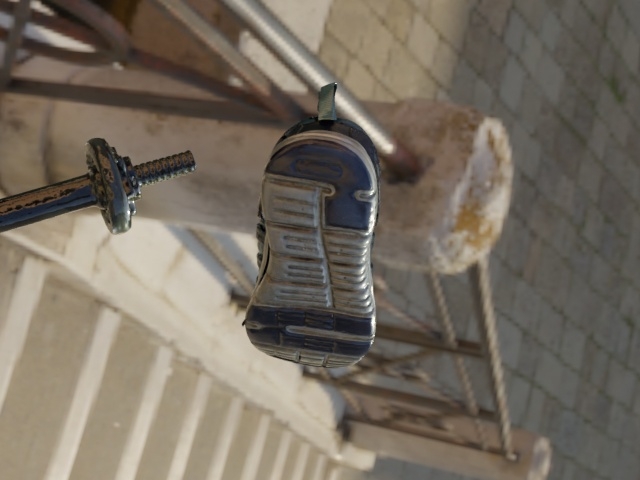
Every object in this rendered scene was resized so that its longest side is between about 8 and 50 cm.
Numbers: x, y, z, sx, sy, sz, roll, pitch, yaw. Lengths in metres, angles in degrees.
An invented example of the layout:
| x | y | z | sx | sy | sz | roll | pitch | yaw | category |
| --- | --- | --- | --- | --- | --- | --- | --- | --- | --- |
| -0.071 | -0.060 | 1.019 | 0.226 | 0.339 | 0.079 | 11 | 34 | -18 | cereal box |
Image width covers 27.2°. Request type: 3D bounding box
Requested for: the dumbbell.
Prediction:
| x | y | z | sx | sy | sz | roll | pitch | yaw | category |
| --- | --- | --- | --- | --- | --- | --- | --- | --- | --- |
| -0.219 | -0.028 | 1.023 | 0.254 | 0.081 | 0.081 | -18 | 118 | -16 | dumbbell |

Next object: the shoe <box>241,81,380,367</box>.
| x | y | z | sx | sy | sz | roll | pitch | yaw | category |
| --- | --- | --- | --- | --- | --- | --- | --- | --- | --- |
| 0.000 | 0.000 | 0.908 | 0.106 | 0.091 | 0.207 | -78 | 175 | -56 | shoe |
